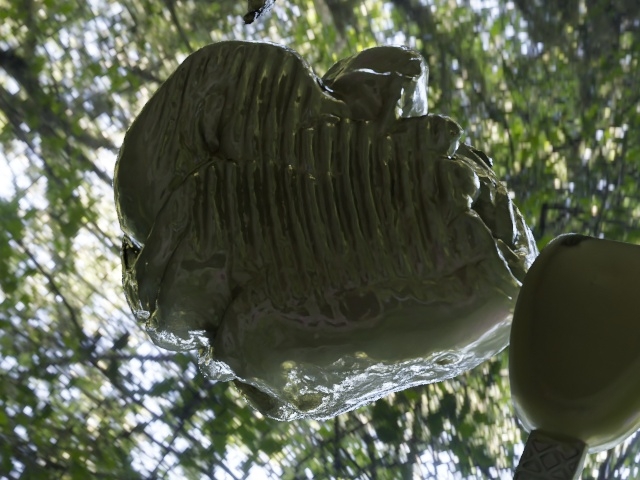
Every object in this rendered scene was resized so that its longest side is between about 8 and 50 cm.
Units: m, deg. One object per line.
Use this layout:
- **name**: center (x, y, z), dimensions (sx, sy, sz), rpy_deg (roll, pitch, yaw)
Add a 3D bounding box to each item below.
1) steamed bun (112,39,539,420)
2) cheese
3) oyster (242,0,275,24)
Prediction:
- **steamed bun**: center (0.000, 0.000, 1.054), dimensions (0.352, 0.247, 0.339), rpy_deg (-13, -120, -5)
- **cheese**: center (0.163, 0.110, 0.773), dimensions (0.127, 0.054, 0.251), rpy_deg (11, -120, 30)
- **oyster**: center (-0.044, -0.221, 1.009), dimensions (0.034, 0.051, 0.093), rpy_deg (8, -118, 8)
